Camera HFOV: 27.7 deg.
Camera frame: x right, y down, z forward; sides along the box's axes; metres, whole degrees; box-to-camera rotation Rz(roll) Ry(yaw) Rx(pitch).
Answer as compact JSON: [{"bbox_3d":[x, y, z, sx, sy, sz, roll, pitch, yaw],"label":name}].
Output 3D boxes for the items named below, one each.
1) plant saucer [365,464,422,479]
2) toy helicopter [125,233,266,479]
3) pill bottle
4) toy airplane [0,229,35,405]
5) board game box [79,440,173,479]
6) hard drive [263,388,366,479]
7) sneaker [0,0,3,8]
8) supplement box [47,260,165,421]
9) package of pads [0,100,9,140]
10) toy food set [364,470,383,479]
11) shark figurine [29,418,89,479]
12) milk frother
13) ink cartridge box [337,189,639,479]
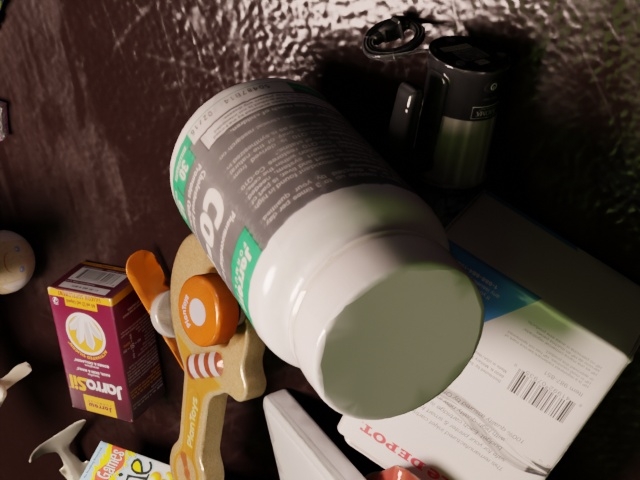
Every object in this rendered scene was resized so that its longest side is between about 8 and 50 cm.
[{"bbox_3d":[0.150,0.365,1.497,0.259,0.047,0.258,37,160,0],"label":"plant saucer"},{"bbox_3d":[-0.151,0.155,1.599,0.235,0.140,0.355,29,118,43],"label":"toy helicopter"},{"bbox_3d":[0.000,0.000,1.279,0.361,0.204,0.204,-129,36,-50],"label":"pill bottle"},{"bbox_3d":[-0.517,0.053,1.724,0.384,0.272,0.386,-121,28,-42],"label":"toy airplane"},{"bbox_3d":[-0.189,0.394,1.726,0.275,0.144,0.142,14,151,24],"label":"board game box"},{"bbox_3d":[0.019,0.327,1.541,0.307,0.040,0.203,-142,37,-61],"label":"hard drive"},{"bbox_3d":[-0.430,-0.294,1.583,0.078,0.067,0.188,57,134,20],"label":"sneaker"},{"bbox_3d":[-0.279,0.132,1.705,0.104,0.081,0.188,9,120,27],"label":"supplement box"},{"bbox_3d":[-0.441,-0.162,1.673,0.083,0.032,0.050,17,120,23],"label":"package of pads"},{"bbox_3d":[0.086,0.326,1.630,0.083,0.020,0.082,-8,111,34],"label":"toy food set"},{"bbox_3d":[-0.318,0.386,1.881,0.116,0.166,0.278,-12,92,9],"label":"shark figurine"},{"bbox_3d":[0.109,-0.144,1.322,0.143,0.129,0.134,-120,33,-51],"label":"milk frother"},{"bbox_3d":[0.183,0.138,1.397,0.223,0.129,0.307,33,128,10],"label":"ink cartridge box"}]
